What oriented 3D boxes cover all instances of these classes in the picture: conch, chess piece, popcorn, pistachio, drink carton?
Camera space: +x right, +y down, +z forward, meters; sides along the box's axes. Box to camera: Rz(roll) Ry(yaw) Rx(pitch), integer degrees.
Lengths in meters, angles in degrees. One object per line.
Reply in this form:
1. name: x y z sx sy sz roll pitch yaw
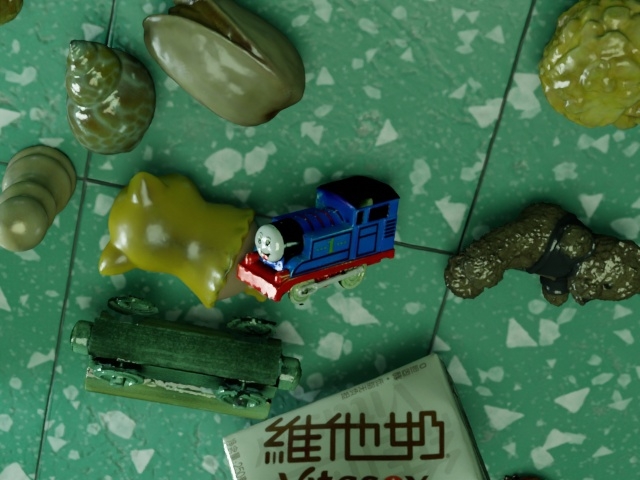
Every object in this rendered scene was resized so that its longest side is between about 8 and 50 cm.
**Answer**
1. conch: -0.261 -0.170 1.749 0.116 0.106 0.173 33 127 5
2. chess piece: -0.364 -0.047 1.768 0.094 0.170 0.094 1 114 1
3. popcorn: 0.346 -0.210 1.700 0.180 0.170 0.180 6 101 36
4. pistachio: -0.113 -0.224 1.705 0.206 0.131 0.129 36 68 -15
5. drink carton: 0.047 0.308 1.900 0.325 0.194 0.132 -22 154 6

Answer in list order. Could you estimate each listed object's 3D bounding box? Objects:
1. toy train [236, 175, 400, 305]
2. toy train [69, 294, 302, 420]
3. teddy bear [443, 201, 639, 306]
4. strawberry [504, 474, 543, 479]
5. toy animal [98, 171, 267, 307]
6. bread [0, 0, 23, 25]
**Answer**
1. toy train: 0.000 0.000 1.781 0.204 0.083 0.131 -16 123 -39
2. toy train: -0.179 0.156 1.897 0.308 0.189 0.126 10 76 -5
3. teddy bear: 0.292 0.015 1.826 0.251 0.182 0.129 7 80 -2
4. strawberry: 0.270 0.421 2.044 0.188 0.082 0.121 -40 112 15
5. toy animal: -0.159 0.005 1.811 0.230 0.156 0.156 21 114 -13
6. bread: -0.483 -0.308 1.688 0.270 0.098 0.087 4 155 -2
